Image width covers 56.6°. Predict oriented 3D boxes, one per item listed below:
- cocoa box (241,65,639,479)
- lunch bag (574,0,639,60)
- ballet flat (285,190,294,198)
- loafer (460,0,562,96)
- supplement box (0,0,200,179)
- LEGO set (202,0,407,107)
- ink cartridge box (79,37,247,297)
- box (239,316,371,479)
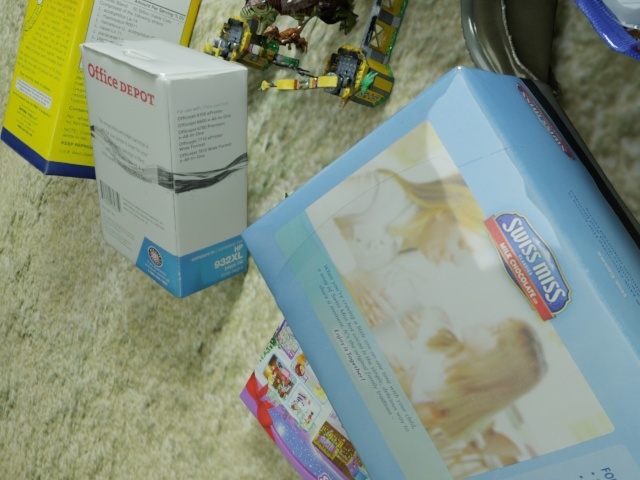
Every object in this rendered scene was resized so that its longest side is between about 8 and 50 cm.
[{"bbox_3d":[0.148,0.071,0.483,0.231,0.228,0.347,-35,80,34],"label":"cocoa box"},{"bbox_3d":[0.285,-0.295,0.335,0.239,0.328,0.385,147,106,-76],"label":"lunch bag"},{"bbox_3d":[0.000,0.000,0.782,0.173,0.049,0.057,58,165,27],"label":"ballet flat"},{"bbox_3d":[0.191,-0.243,0.588,0.087,0.094,0.251,-24,73,41],"label":"loafer"},{"bbox_3d":[-0.370,-0.295,0.996,0.195,0.194,0.356,30,107,36],"label":"supplement box"},{"bbox_3d":[-0.048,-0.309,0.727,0.331,0.192,0.254,38,112,35],"label":"LEGO set"},{"bbox_3d":[-0.217,-0.110,0.844,0.223,0.129,0.307,29,127,38],"label":"ink cartridge box"},{"bbox_3d":[0.038,0.215,0.725,0.293,0.057,0.200,43,114,32],"label":"box"}]
